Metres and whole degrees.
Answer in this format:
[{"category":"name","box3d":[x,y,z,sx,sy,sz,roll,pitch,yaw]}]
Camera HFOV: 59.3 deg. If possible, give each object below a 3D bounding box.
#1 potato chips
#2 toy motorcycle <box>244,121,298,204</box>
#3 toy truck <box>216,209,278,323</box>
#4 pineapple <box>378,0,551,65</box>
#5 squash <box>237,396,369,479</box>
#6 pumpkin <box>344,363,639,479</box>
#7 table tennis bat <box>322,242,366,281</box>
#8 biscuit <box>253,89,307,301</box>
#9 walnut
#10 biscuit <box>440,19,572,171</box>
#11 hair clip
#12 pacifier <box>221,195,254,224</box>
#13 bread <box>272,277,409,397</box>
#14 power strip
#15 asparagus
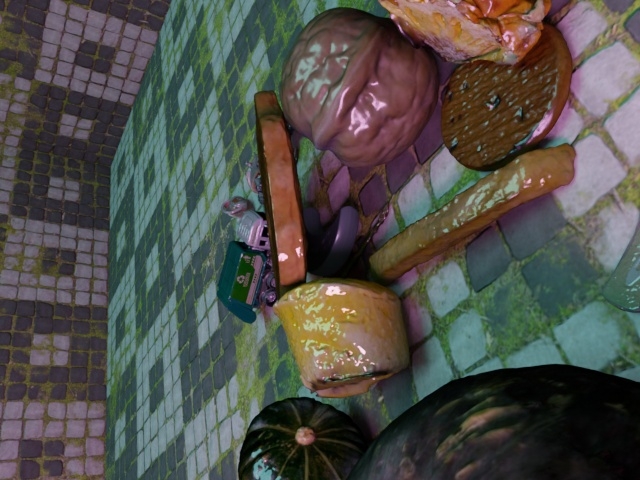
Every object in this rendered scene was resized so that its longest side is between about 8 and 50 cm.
[{"category":"potato chips","box3d":[0.170,-0.012,0.795,0.407,0.080,0.057,-39,60,49]},{"category":"toy motorcycle","box3d":[-0.116,-0.196,1.313,0.130,0.094,0.229,19,93,61]},{"category":"toy truck","box3d":[-0.147,0.058,1.267,0.114,0.124,0.253,35,114,55]},{"category":"pineapple","box3d":[0.180,-0.306,0.735,0.236,0.186,0.114,29,84,21]},{"category":"squash","box3d":[-0.025,0.351,0.887,0.172,0.218,0.218,84,170,-50]},{"category":"pumpkin","box3d":[0.176,0.323,0.423,0.454,0.344,0.454,-50,26,35]},{"category":"table tennis bat","box3d":[0.050,0.102,1.018,0.131,0.022,0.234,-51,39,39]},{"category":"biscuit","box3d":[-0.068,-0.064,1.020,0.365,0.062,0.385,97,165,-66]},{"category":"walnut","box3d":[0.060,-0.241,0.888,0.248,0.248,0.248,-24,61,55]},{"category":"biscuit","box3d":[0.244,-0.194,0.757,0.212,0.036,0.212,-25,59,52]},{"category":"hair clip","box3d":[0.331,0.007,0.567,0.054,0.022,0.137,35,111,58]},{"category":"pacifier","box3d":[-0.217,-0.073,1.477,0.099,0.082,0.078,-126,25,-51]},{"category":"bread","box3d":[0.034,0.143,0.861,0.197,0.197,0.170,-41,54,48]},{"category":"power strip","box3d":[0.000,0.000,1.090,0.216,0.044,0.137,1,80,64]},{"category":"asparagus","box3d":[0.080,0.004,0.985,0.162,0.016,0.016,-57,45,18]}]
